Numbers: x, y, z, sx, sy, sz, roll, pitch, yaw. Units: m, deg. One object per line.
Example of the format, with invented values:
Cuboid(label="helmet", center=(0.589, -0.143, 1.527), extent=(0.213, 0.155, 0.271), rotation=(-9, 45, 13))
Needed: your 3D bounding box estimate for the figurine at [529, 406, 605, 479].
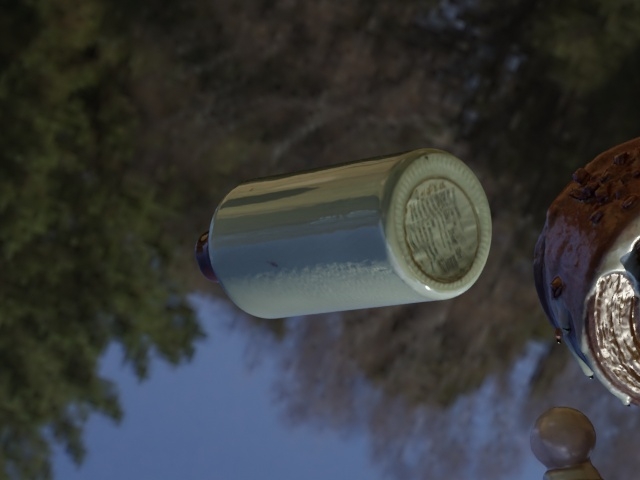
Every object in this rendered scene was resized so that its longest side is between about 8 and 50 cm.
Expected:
Cuboid(label="figurine", center=(0.181, 0.177, 1.107), extent=(0.144, 0.256, 0.182), rotation=(-90, -24, -76))

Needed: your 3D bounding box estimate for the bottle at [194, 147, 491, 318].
Cuboid(label="bottle", center=(0.000, 0.000, 1.357), extent=(0.104, 0.104, 0.245), rotation=(4, 172, -41))

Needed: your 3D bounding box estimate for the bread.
Cuboid(label="bread", center=(0.266, 0.022, 1.435), extent=(0.212, 0.224, 0.142), rotation=(10, -158, -20))
